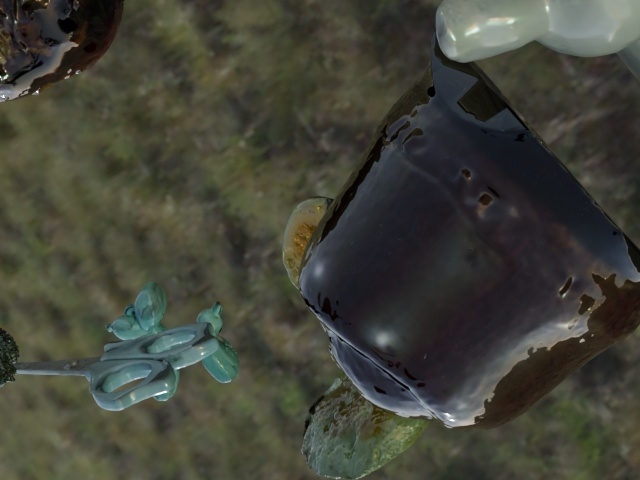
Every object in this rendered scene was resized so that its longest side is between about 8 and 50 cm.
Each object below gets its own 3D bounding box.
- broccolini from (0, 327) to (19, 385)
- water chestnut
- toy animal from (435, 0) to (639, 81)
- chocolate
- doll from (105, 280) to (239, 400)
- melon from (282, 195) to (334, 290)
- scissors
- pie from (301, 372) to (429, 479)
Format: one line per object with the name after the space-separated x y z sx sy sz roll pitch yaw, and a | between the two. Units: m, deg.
-0.431 0.168 1.700 0.068 0.203 0.091 32 -149 -61 | broccolini
-0.435 -0.361 2.080 0.335 0.335 0.347 59 167 -11 | water chestnut
0.278 -0.225 1.364 0.196 0.368 0.241 -49 47 36 | toy animal
0.140 0.023 1.584 0.383 0.331 0.383 48 -170 -11 | chocolate
-0.197 0.128 1.941 0.059 0.159 0.158 -81 -21 -71 | doll
0.000 0.000 2.335 0.128 0.079 0.160 29 111 49 | melon
-0.290 0.154 1.853 0.360 0.191 0.029 -3 115 38 | scissors
0.081 0.253 2.191 0.105 0.257 0.274 53 177 -16 | pie
